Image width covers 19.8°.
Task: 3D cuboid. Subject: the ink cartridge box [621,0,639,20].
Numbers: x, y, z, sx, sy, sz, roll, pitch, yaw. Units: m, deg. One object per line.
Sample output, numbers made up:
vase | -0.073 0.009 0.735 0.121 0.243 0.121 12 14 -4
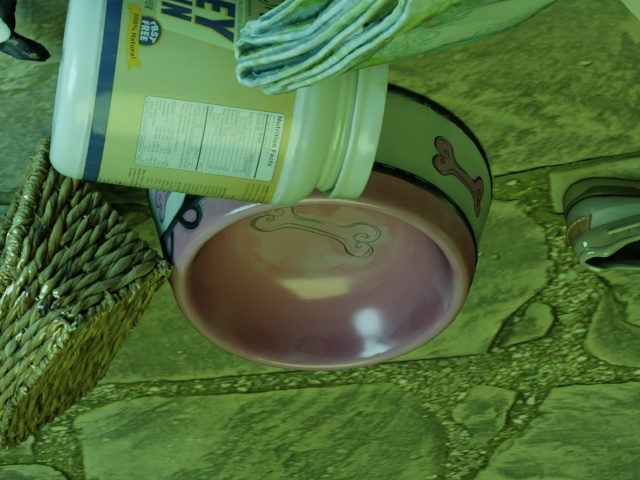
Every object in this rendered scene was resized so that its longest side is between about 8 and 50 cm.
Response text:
ink cartridge box | 0.373 -0.283 1.835 0.225 0.056 0.181 20 137 -26

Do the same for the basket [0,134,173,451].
basket | -0.350 0.072 2.091 0.223 0.213 0.299 46 138 9

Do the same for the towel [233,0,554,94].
towel | 0.137 -0.237 1.657 0.374 0.090 0.320 -22 -179 -30

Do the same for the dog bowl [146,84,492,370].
dog bowl | 0.000 0.000 2.119 0.408 0.150 0.408 0 143 0

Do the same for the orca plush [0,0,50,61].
orca plush | -0.306 -0.286 1.790 0.102 0.151 0.287 -31 139 -12

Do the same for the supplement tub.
supplement tub | -0.104 -0.157 1.851 0.316 0.228 0.228 7 142 -10

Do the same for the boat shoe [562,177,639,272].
boat shoe | 0.438 -0.005 2.150 0.302 0.103 0.113 -1 142 0
